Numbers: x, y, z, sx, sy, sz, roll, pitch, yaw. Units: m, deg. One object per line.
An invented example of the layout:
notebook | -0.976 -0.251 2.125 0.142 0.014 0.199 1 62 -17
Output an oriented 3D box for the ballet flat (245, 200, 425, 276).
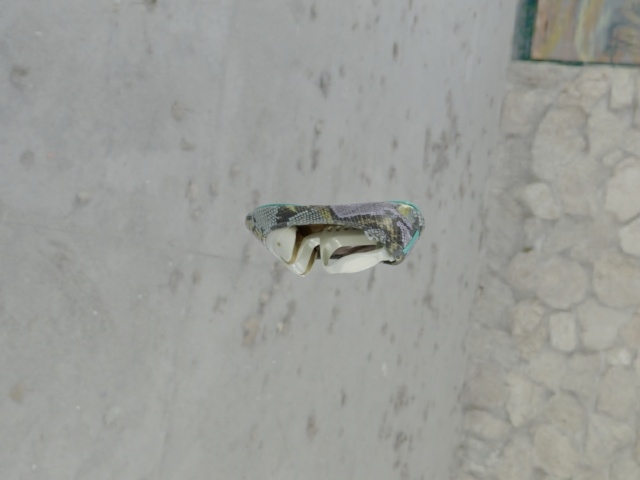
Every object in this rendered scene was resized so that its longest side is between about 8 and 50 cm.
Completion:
ballet flat | 0.000 0.000 0.452 0.041 0.114 0.041 4 85 -56
